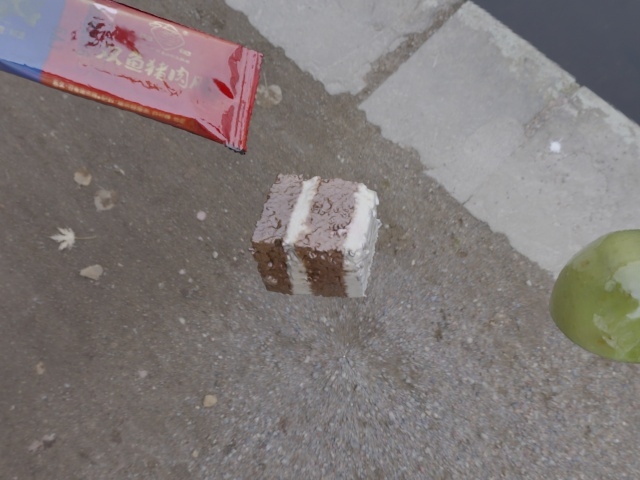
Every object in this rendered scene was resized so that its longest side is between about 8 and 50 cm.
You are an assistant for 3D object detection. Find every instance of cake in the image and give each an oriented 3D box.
[{"bbox_3d":[0.000,0.000,0.667,0.147,0.135,0.134,12,58,13],"label":"cake"}]

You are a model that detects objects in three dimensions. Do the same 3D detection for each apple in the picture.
[{"bbox_3d":[0.650,0.115,0.970,0.320,0.360,0.311,43,118,-4],"label":"apple"}]

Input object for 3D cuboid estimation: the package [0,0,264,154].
[{"bbox_3d":[-0.132,-0.115,0.297,0.201,0.022,0.083,14,66,-24],"label":"package"}]
